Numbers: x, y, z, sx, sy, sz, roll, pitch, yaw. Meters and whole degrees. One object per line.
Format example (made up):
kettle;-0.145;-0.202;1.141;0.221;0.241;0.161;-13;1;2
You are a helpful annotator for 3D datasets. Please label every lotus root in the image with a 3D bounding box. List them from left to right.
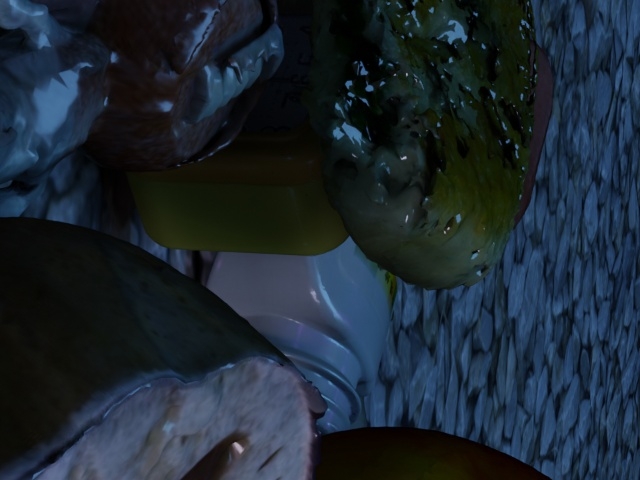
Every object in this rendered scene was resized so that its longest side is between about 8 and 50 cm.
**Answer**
lotus root;-0.146;0.118;0.781;0.272;0.192;0.272;-41;154;-25

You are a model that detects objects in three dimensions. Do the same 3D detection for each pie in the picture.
pie;0.051;-0.158;1.062;0.296;0.078;0.371;-37;114;-64

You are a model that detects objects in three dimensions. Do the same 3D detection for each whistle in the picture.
whistle;-0.121;-0.082;0.922;0.142;0.134;0.346;-53;173;37

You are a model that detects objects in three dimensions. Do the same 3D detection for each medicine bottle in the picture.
medicine bottle;0.000;0.000;1.295;0.179;0.124;0.324;66;33;-55

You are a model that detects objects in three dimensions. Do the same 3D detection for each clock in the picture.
clock;-0.033;-0.090;1.129;0.096;0.143;0.202;80;19;-45

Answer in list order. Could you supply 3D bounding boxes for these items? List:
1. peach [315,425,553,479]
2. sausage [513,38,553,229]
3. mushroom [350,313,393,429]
peach;0.041;0.310;1.144;0.388;0.388;0.388;5;90;-71
sausage;0.128;-0.092;1.622;0.148;0.148;0.254;76;32;-44
mushroom;0.007;0.125;1.416;0.092;0.081;0.223;103;0;-63
